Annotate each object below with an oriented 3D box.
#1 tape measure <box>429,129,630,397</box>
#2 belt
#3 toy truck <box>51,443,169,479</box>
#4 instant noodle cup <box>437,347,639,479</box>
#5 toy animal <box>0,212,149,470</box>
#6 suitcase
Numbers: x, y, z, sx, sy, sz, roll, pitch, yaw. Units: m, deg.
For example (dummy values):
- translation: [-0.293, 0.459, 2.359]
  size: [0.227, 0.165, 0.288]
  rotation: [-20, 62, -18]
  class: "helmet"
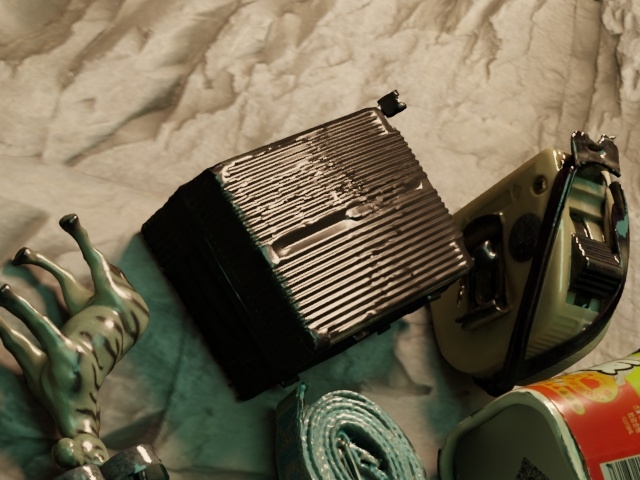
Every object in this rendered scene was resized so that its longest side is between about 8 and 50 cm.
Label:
- translation: [0.236, 0.039, 2.033]
  size: [0.133, 0.271, 0.231]
  rotation: [18, 50, -37]
  class: "tape measure"
- translation: [0.029, 0.236, 1.830]
  size: [0.148, 0.082, 0.163]
  rotation: [12, 57, -28]
  class: "belt"
- translation: [-0.216, 0.299, 1.454]
  size: [0.363, 0.178, 0.176]
  rotation: [-10, 60, -48]
  class: "toy truck"
- translation: [0.314, 0.251, 1.988]
  size: [0.308, 0.294, 0.294]
  rotation: [-4, 66, -40]
  class: "instant noodle cup"
- translation: [-0.239, 0.097, 1.659]
  size: [0.170, 0.090, 0.255]
  rotation: [37, 44, -29]
  class: "toy animal"
- translation: [0.000, 0.000, 1.914]
  size: [0.335, 0.152, 0.229]
  rotation: [-25, 81, -51]
  class: "suitcase"
